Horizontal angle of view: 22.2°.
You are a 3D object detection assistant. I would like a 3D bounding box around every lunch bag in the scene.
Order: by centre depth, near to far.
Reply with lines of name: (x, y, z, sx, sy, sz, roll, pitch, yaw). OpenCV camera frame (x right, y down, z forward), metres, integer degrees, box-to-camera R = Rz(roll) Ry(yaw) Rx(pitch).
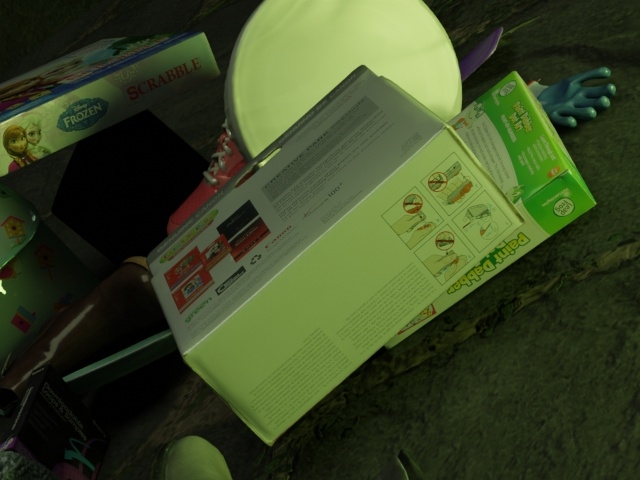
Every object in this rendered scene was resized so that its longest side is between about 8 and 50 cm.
lunch bag: (-0.436, 0.058, 2.082, 0.223, 0.262, 0.160, -48, 24, -28)

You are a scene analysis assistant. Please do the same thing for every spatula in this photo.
spatula: (0.110, -0.185, 2.032, 0.296, 0.030, 0.084, -24, 24, 33)

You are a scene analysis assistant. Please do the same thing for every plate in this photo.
plate: (-0.224, 0.139, 1.848, 0.188, 0.024, 0.188, -24, 1, 0)

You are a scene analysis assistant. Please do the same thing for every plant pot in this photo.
plant pot: (-0.243, -0.058, 2.149, 0.167, 0.188, 0.187, -54, 25, -10)

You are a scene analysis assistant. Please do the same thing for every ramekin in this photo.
ramekin: (0.014, -0.161, 1.840, 0.273, 0.273, 0.127, -43, 10, -14)

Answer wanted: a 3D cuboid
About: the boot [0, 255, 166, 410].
boot: (-0.282, 0.122, 1.939, 0.207, 0.090, 0.248, -44, 11, -29)

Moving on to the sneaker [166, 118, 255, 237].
sneaker: (-0.085, -0.120, 2.008, 0.314, 0.136, 0.116, -41, 24, -4)

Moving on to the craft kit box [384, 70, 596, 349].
craft kit box: (0.133, -0.036, 1.630, 0.246, 0.061, 0.250, -38, 25, 14)

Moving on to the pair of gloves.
pair of gloves: (0.225, -0.114, 1.724, 0.198, 0.023, 0.159, -44, 24, -13)

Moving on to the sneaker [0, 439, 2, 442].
sneaker: (-0.330, 0.248, 1.824, 0.078, 0.067, 0.188, -49, 14, 34)

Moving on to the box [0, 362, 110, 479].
box: (-0.280, 0.218, 1.714, 0.029, 0.116, 0.162, -27, 24, 19)

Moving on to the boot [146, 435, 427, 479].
boot: (-0.010, 0.232, 1.300, 0.222, 0.118, 0.338, -33, 33, 5)

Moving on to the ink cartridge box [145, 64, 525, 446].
ink cartridge box: (0.000, 0.000, 1.548, 0.309, 0.130, 0.272, -41, 24, 2)

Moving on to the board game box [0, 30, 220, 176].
board game box: (-0.338, -0.178, 2.091, 0.318, 0.066, 0.318, -28, 18, -27)

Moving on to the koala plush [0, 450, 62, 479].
koala plush: (-0.285, 0.292, 1.488, 0.203, 0.196, 0.221, -36, 15, -25)
